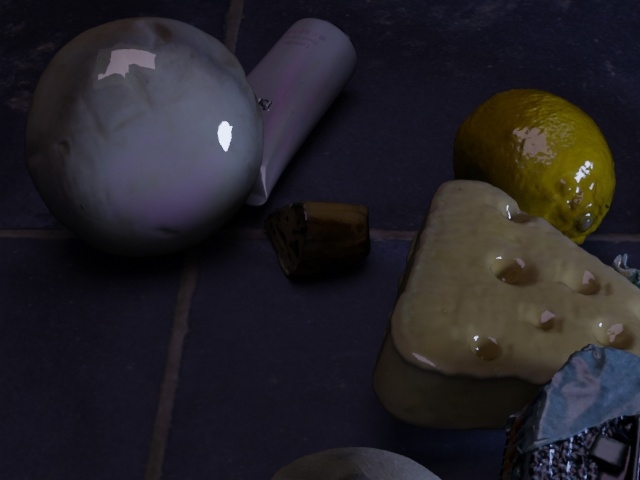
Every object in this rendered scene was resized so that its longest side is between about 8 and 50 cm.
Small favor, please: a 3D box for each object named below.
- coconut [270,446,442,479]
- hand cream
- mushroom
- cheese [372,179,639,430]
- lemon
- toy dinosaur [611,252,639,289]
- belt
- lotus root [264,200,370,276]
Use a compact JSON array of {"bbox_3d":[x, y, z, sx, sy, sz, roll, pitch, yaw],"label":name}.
[{"bbox_3d":[0.026,0.323,1.451,0.245,0.247,0.245,-1,40,1],"label":"coconut"},{"bbox_3d":[-0.075,-0.183,2.198,0.186,0.118,0.358,15,49,26],"label":"hand cream"},{"bbox_3d":[-0.258,-0.127,1.990,0.356,0.315,0.315,-13,35,23],"label":"mushroom"},{"bbox_3d":[0.258,0.101,1.778,0.384,0.104,0.384,11,37,-8],"label":"cheese"},{"bbox_3d":[0.278,-0.091,1.991,0.204,0.204,0.260,-18,42,-19],"label":"lemon"},{"bbox_3d":[0.412,0.063,1.925,0.106,0.044,0.187,35,49,17],"label":"toy dinosaur"},{"bbox_3d":[0.294,0.243,1.574,0.207,0.150,0.257,15,61,-4],"label":"belt"},{"bbox_3d":[0.003,-0.003,1.989,0.135,0.095,0.159,-3,-1,-9],"label":"lotus root"}]
